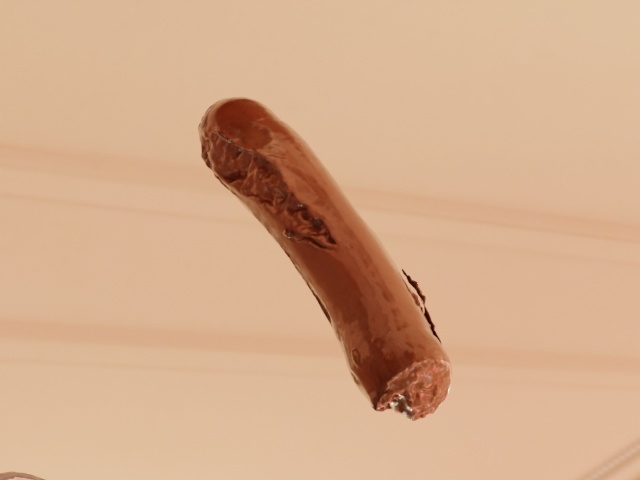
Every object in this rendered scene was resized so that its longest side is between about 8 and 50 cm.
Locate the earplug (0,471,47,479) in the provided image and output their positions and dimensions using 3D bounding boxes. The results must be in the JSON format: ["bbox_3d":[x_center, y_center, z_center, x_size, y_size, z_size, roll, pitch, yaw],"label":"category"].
[{"bbox_3d":[-0.214,0.247,0.753,0.301,0.172,0.172,-32,-124,12],"label":"earplug"}]

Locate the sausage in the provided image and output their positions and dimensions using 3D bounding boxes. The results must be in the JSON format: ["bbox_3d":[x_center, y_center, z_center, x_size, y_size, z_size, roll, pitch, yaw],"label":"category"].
[{"bbox_3d":[-0.001,0.000,1.205,0.304,0.078,0.078,56,-52,30],"label":"sausage"}]
